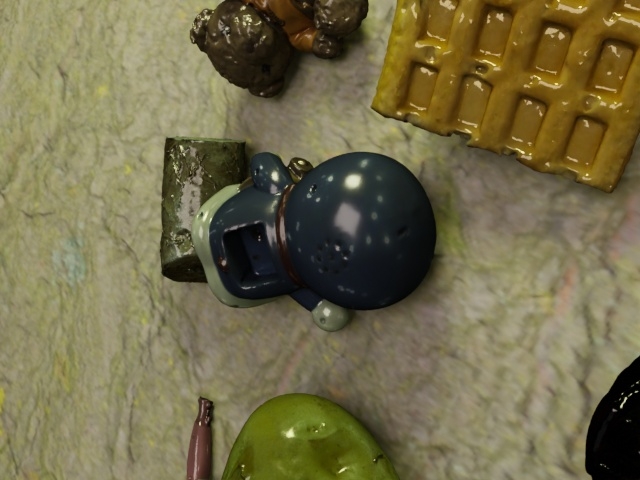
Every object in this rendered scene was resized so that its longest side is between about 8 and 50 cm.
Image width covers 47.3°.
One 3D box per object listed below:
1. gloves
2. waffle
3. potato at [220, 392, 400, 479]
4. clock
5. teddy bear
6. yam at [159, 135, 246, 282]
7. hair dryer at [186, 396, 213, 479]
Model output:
[{"bbox_3d":[0.256,0.158,0.532,0.124,0.203,0.165,-1,81,28],"label":"gloves"},{"bbox_3d":[0.182,-0.185,0.652,0.247,0.055,0.221,23,117,20],"label":"waffle"},{"bbox_3d":[-0.004,0.273,0.699,0.186,0.148,0.254,-8,70,0],"label":"potato"},{"bbox_3d":[0.000,0.000,0.744,0.243,0.146,0.200,-9,101,31],"label":"clock"},{"bbox_3d":[-0.055,-0.261,0.834,0.190,0.177,0.140,-47,17,14],"label":"teddy bear"},{"bbox_3d":[-0.140,-0.043,0.860,0.107,0.107,0.183,-1,83,30],"label":"yam"},{"bbox_3d":[-0.150,0.260,0.848,0.106,0.054,0.154,8,75,35],"label":"hair dryer"}]
